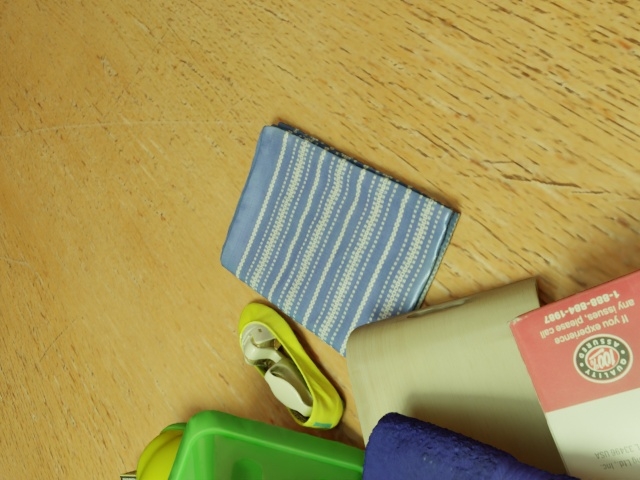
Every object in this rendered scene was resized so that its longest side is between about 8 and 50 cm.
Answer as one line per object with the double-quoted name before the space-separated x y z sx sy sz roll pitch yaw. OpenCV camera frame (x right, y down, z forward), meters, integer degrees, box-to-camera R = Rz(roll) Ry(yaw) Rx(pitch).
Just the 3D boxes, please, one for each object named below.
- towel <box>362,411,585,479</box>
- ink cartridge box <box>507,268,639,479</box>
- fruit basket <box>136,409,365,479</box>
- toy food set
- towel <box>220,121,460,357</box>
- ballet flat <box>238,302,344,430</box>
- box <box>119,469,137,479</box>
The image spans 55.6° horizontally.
"towel" 0.155 0.284 0.496 0.308 0.076 0.227 3 89 53
"ink cartridge box" 0.359 0.191 0.448 0.279 0.160 0.384 -29 69 34
"fruit basket" -0.119 0.387 0.793 0.392 0.283 0.392 -161 90 -80
"toy food set" 0.167 0.214 0.654 0.220 0.092 0.306 -19 76 23
"towel" 0.000 0.000 0.821 0.336 0.040 0.243 31 106 35
"ballet flat" -0.059 0.166 0.828 0.231 0.077 0.077 45 114 32
"box" -0.271 0.492 0.979 0.087 0.058 0.232 -14 78 36
